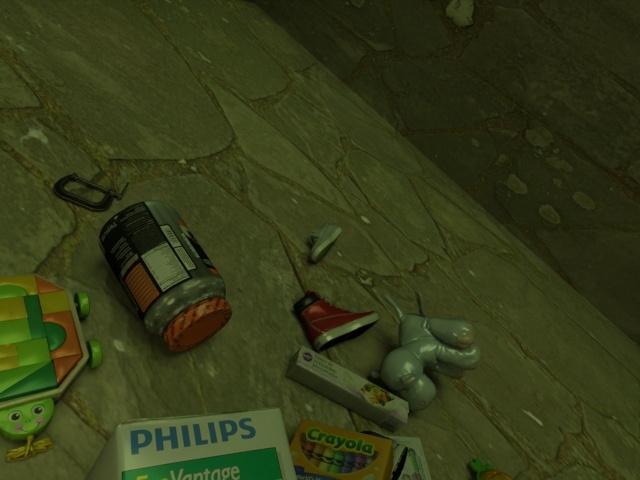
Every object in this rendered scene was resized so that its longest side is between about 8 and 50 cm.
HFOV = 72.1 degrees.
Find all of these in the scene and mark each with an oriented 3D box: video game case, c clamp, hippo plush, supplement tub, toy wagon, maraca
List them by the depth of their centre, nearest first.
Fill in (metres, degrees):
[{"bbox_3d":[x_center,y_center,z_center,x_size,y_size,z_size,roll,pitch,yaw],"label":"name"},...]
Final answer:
[{"bbox_3d":[-0.545,0.213,0.794,0.267,0.068,0.344,-5,52,-41],"label":"toy wagon"},{"bbox_3d":[-0.346,0.079,0.997,0.193,0.193,0.316,-16,61,-47],"label":"supplement tub"},{"bbox_3d":[0.201,0.551,1.053,0.143,0.019,0.157,15,41,-25],"label":"video game case"},{"bbox_3d":[0.443,0.625,1.104,0.127,0.099,0.186,30,10,-10],"label":"maraca"},{"bbox_3d":[-0.612,-0.135,1.172,0.160,0.022,0.137,21,44,-22],"label":"c clamp"},{"bbox_3d":[0.279,0.318,1.185,0.236,0.234,0.294,-44,108,-42],"label":"hippo plush"}]

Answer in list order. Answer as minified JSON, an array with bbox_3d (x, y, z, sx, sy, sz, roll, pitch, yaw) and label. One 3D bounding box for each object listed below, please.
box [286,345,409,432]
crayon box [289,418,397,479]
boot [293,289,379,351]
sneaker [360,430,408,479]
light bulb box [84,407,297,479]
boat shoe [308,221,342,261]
[{"bbox_3d":[0.072,0.376,1.107,0.324,0.067,0.063,29,36,-7],"label":"box"},{"bbox_3d":[0.019,0.480,0.852,0.203,0.083,0.323,4,30,20],"label":"crayon box"},{"bbox_3d":[0.047,0.201,1.267,0.244,0.088,0.176,-9,53,-39],"label":"boot"},{"bbox_3d":[0.072,0.533,0.931,0.124,0.107,0.283,19,36,28],"label":"sneaker"},{"bbox_3d":[-0.180,0.464,0.561,0.225,0.358,0.361,9,45,-34],"label":"light bulb box"},{"bbox_3d":[0.001,-0.001,1.469,0.081,0.079,0.227,32,30,6],"label":"boat shoe"}]
